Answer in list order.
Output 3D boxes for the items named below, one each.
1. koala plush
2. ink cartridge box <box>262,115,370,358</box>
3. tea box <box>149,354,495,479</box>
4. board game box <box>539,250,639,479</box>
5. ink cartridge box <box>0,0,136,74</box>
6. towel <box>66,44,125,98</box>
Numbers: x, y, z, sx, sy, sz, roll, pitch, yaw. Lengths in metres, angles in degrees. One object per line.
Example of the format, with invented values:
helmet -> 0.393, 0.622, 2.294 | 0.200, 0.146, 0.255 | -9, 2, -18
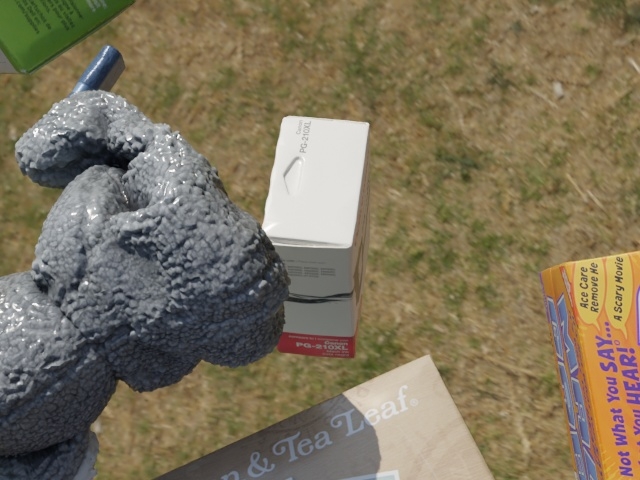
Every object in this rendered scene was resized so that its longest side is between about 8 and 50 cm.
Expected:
koala plush -> -0.149, 0.048, 0.716 | 0.221, 0.196, 0.203 | -38, 29, -17
ink cartridge box -> 0.000, 0.000, 1.330 | 0.100, 0.237, 0.171 | 5, 56, 6
tea box -> -0.018, 0.288, 0.836 | 0.329, 0.323, 0.220 | -24, 62, -4
board game box -> 0.501, 0.179, 1.511 | 0.357, 0.356, 0.356 | -10, 86, 4
ink cartridge box -> -0.252, -0.224, 0.858 | 0.097, 0.188, 0.255 | -37, 20, -14
towel -> -0.274, -0.173, 1.386 | 0.029, 0.067, 0.119 | 32, 76, 2
